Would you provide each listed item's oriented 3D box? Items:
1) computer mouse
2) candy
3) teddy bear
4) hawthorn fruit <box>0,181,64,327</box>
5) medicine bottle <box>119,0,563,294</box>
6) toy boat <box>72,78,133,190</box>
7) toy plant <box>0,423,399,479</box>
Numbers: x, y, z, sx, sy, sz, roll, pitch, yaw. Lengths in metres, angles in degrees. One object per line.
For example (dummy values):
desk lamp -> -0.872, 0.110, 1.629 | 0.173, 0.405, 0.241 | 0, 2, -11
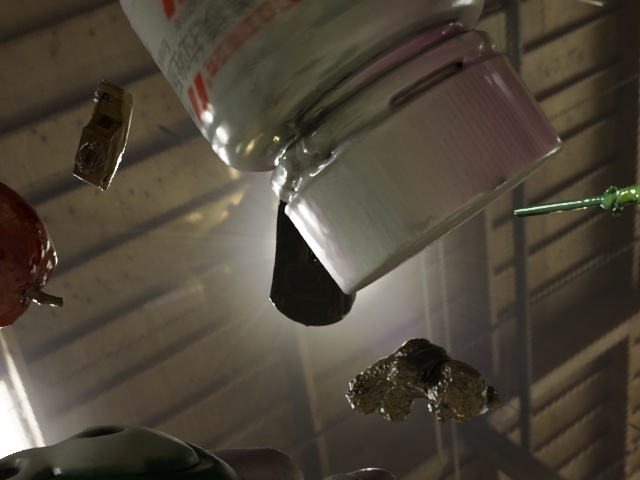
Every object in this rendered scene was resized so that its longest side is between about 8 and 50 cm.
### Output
computer mouse -> 0.000, 0.000, 1.585 | 0.086, 0.137, 0.270 | -24, -59, -65
candy -> 0.336, -0.051, 1.181 | 0.091, 0.305, 0.083 | 2, -97, -36
teddy bear -> 0.156, 0.215, 1.561 | 0.182, 0.251, 0.129 | 18, -107, -43
hawthorn fruit -> -0.453, 0.025, 1.380 | 0.205, 0.253, 0.205 | -50, -25, -34
medicine bottle -> 0.017, -0.145, 0.813 | 0.256, 0.256, 0.325 | -31, -95, -23
toy boat -> -0.314, -0.148, 1.455 | 0.201, 0.057, 0.077 | -64, 0, 42
toy plant -> -0.082, 0.128, 0.353 | 0.232, 0.243, 0.113 | -16, -86, -33
